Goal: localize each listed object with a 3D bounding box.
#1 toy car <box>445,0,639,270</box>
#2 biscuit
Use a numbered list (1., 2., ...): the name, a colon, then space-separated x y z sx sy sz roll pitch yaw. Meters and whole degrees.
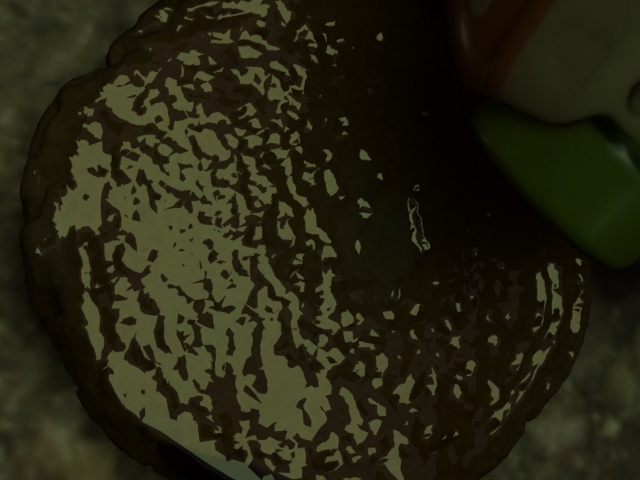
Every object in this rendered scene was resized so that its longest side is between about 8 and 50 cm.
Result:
1. toy car: 0.112 -0.103 0.457 0.235 0.235 0.145 44 106 -9
2. biscuit: 0.000 0.000 0.466 0.226 0.042 0.226 4 79 -19
